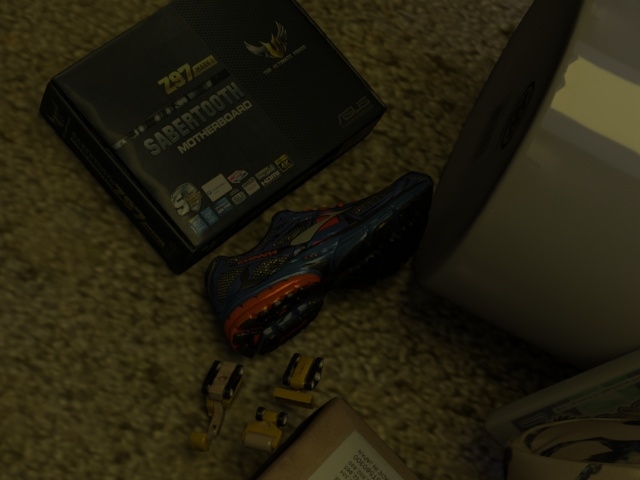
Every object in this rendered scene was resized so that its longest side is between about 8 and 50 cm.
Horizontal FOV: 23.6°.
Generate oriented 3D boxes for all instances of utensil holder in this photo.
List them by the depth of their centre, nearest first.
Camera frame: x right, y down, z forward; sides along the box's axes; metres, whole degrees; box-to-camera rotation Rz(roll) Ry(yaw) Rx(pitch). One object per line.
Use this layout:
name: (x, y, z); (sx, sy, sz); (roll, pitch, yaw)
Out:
utensil holder: (0.313, -0.018, 1.232); (0.385, 0.327, 0.327); (26, 62, -6)

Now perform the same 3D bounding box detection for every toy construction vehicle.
toy construction vehicle: (-0.049, 0.129, 1.186); (0.086, 0.035, 0.098); (8, 44, 15)

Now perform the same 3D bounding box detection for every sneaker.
sneaker: (0.000, 0.000, 1.241); (0.221, 0.083, 0.087); (-31, 61, -21)

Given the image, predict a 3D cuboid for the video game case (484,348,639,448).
video game case: (0.256, 0.168, 1.179); (0.183, 0.201, 0.023); (47, 41, -16)

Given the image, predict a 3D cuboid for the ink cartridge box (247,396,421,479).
ink cartridge box: (0.021, 0.268, 1.138); (0.235, 0.088, 0.193); (45, 60, 1)

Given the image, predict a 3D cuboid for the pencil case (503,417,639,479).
pencil case: (0.211, 0.322, 1.071); (0.183, 0.160, 0.410); (2, 89, -19)

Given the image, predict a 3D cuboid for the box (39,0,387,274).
box: (-0.087, -0.110, 1.277); (0.232, 0.059, 0.183); (-37, 82, -29)
